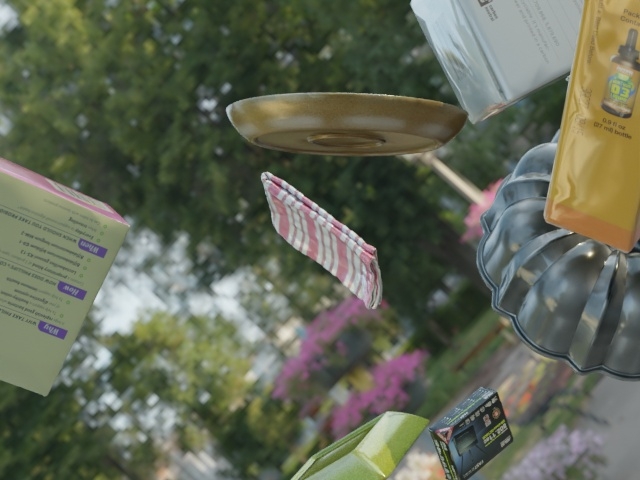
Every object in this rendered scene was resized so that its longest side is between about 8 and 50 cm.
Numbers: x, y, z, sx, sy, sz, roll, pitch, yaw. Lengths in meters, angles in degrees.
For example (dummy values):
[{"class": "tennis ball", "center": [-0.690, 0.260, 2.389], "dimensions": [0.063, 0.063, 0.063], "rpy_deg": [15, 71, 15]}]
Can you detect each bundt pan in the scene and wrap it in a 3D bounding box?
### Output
[{"class": "bundt pan", "center": [0.352, -0.009, 1.730], "dimensions": [0.331, 0.331, 0.124], "rpy_deg": [-46, -20, -24]}]

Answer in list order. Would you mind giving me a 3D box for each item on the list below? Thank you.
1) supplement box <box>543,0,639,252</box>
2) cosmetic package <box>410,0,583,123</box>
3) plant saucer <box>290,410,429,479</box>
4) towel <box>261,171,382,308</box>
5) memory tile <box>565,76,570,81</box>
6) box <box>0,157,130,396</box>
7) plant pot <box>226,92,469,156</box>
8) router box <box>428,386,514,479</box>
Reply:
[{"class": "supplement box", "center": [0.229, -0.108, 1.097], "dimensions": [0.080, 0.078, 0.233], "rpy_deg": [-46, -29, -40]}, {"class": "cosmetic package", "center": [0.299, -0.275, 1.468], "dimensions": [0.385, 0.156, 0.217], "rpy_deg": [-26, 1, -3]}, {"class": "plant saucer", "center": [0.026, 0.279, 1.813], "dimensions": [0.188, 0.045, 0.188], "rpy_deg": [-34, 2, 26]}, {"class": "towel", "center": [0.000, 0.000, 1.922], "dimensions": [0.029, 0.197, 0.144], "rpy_deg": [-46, -23, -17]}, {"class": "memory tile", "center": [0.388, -0.184, 1.940], "dimensions": [0.012, 0.113, 0.148], "rpy_deg": [-65, 13, 11]}, {"class": "box", "center": [-0.392, 0.035, 1.822], "dimensions": [0.243, 0.213, 0.117], "rpy_deg": [-64, 28, 4]}, {"class": "plant pot", "center": [0.026, -0.109, 1.439], "dimensions": [0.236, 0.236, 0.032], "rpy_deg": [45, -133, -85]}, {"class": "router box", "center": [0.226, 0.290, 2.207], "dimensions": [0.122, 0.092, 0.038], "rpy_deg": [-34, 25, -30]}]
